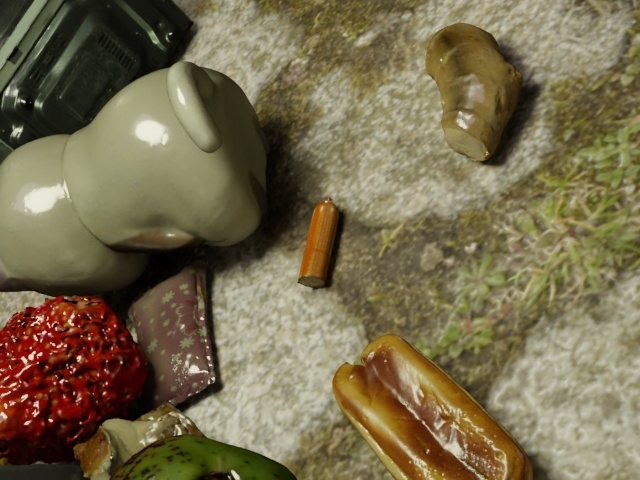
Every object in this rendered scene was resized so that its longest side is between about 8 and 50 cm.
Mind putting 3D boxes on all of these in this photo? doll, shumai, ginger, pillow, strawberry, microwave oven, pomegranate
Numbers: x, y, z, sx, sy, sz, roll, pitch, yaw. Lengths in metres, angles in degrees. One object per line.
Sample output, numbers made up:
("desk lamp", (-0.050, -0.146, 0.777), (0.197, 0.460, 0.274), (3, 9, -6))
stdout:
("doll", (-0.214, -0.062, 1.601), (0.370, 0.226, 0.215), (-30, 49, 27))
("shumai", (-0.185, 0.225, 1.429), (0.146, 0.116, 0.145), (-21, 50, 27))
("ginger", (0.156, -0.160, 1.453), (0.095, 0.069, 0.190), (-52, 35, 33))
("pillow", (-0.168, 0.108, 1.560), (0.118, 0.043, 0.185), (-31, 44, 20))
("strawberry", (-0.290, 0.158, 1.500), (0.187, 0.184, 0.201), (1, 22, 32))
("microwave oven", (-0.339, -0.234, 1.824), (0.181, 0.237, 0.295), (16, 70, 47))
("pomegranate", (-0.113, 0.298, 1.271), (0.214, 0.214, 0.248), (-112, 35, -46))

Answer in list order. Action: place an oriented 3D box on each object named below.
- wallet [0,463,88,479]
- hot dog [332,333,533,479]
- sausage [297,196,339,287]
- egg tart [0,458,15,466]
("wallet", (-0.275, 0.385, 1.293), (0.062, 0.228, 0.406), (-63, 38, 37))
("hot dog", (0.099, 0.174, 1.251), (0.100, 0.068, 0.249), (-40, 42, -5))
("sausage", (0.000, 0.000, 1.500), (0.031, 0.031, 0.107), (-13, 52, 35))
("egg tart", (-0.416, 0.279, 1.546), (0.203, 0.202, 0.147), (-17, 41, 32))
